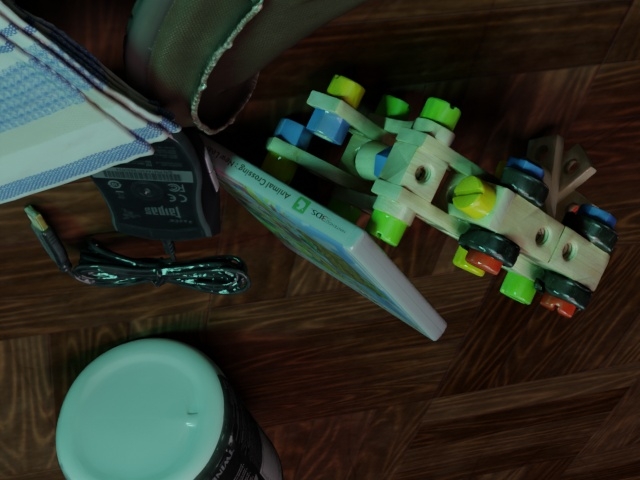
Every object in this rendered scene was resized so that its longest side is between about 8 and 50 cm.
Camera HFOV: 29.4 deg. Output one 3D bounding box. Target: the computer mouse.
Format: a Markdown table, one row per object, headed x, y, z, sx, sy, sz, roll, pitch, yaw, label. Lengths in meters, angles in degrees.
| x | y | z | sx | sy | sz | roll | pitch | yaw | label |
| --- | --- | --- | --- | --- | --- | --- | --- | --- | --- |
| -0.166 | -0.042 | 1.020 | 0.184 | 0.060 | 0.262 | 1 | 148 | 13 | computer mouse |

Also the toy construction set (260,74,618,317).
| x | y | z | sx | sy | sz | roll | pitch | yaw | label |
| --- | --- | --- | --- | --- | --- | --- | --- | --- | --- |
| 0.129 | -0.034 | 1.047 | 0.327 | 0.215 | 0.151 | 9 | 98 | -38 | toy construction set |

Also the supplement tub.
| x | y | z | sx | sy | sz | roll | pitch | yaw | label |
| --- | --- | --- | --- | --- | --- | --- | --- | --- | --- |
| -0.152 | 0.253 | 1.363 | 0.193 | 0.194 | 0.316 | -18 | 149 | 2 | supplement tub |

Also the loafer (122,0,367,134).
| x | y | z | sx | sy | sz | roll | pitch | yaw | label |
| --- | --- | --- | --- | --- | --- | --- | --- | --- | --- |
| -0.019 | -0.173 | 0.746 | 0.130 | 0.134 | 0.366 | 34 | 144 | 0 | loafer |

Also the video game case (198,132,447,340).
| x | y | z | sx | sy | sz | roll | pitch | yaw | label |
| --- | --- | --- | --- | --- | --- | --- | --- | --- | --- |
| 0.000 | 0.000 | 1.055 | 0.023 | 0.193 | 0.212 | -54 | 147 | -7 | video game case |

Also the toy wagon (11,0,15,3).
| x | y | z | sx | sy | sz | roll | pitch | yaw | label |
| --- | --- | --- | --- | --- | --- | --- | --- | --- | --- |
| -0.374 | -0.114 | 0.786 | 0.344 | 0.068 | 0.267 | -24 | 148 | 13 | toy wagon |

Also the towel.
| x | y | z | sx | sy | sz | roll | pitch | yaw | label |
| --- | --- | --- | --- | --- | --- | --- | --- | --- | --- |
| -0.248 | -0.101 | 0.742 | 0.209 | 0.034 | 0.285 | -16 | 150 | 26 | towel |
